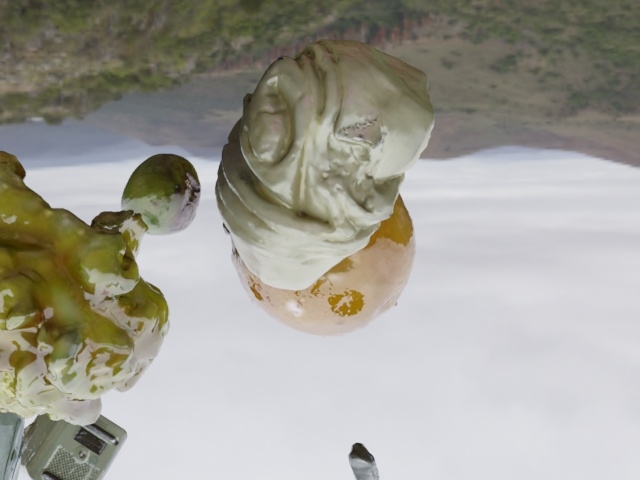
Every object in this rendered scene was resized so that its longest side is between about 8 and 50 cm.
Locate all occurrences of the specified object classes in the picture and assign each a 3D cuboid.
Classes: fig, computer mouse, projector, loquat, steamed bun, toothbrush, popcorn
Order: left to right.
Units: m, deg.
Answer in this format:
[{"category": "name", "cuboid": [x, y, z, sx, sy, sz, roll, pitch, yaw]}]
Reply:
[{"category": "computer mouse", "cuboid": [-0.448, 0.258, 1.114, 0.068, 0.229, 0.113, -19, 145, -9]}, {"category": "popcorn", "cuboid": [-0.346, 0.089, 0.956, 0.325, 0.321, 0.290, -9, -134, 0]}, {"category": "projector", "cuboid": [-0.539, 0.441, 1.681, 0.163, 0.177, 0.242, 40, 152, -20]}, {"category": "fig", "cuboid": [-0.363, -0.097, 1.796, 0.191, 0.181, 0.181, -27, 176, 21]}, {"category": "steamed bun", "cuboid": [-0.014, -0.113, 0.978, 0.206, 0.320, 0.275, 29, 157, -22]}, {"category": "loquat", "cuboid": [0.000, 0.000, 1.329, 0.328, 0.329, 0.328, -2, -174, 0]}, {"category": "toothbrush", "cuboid": [0.058, 0.286, 0.822, 0.030, 0.297, 0.030, 23, -123, 28]}]
